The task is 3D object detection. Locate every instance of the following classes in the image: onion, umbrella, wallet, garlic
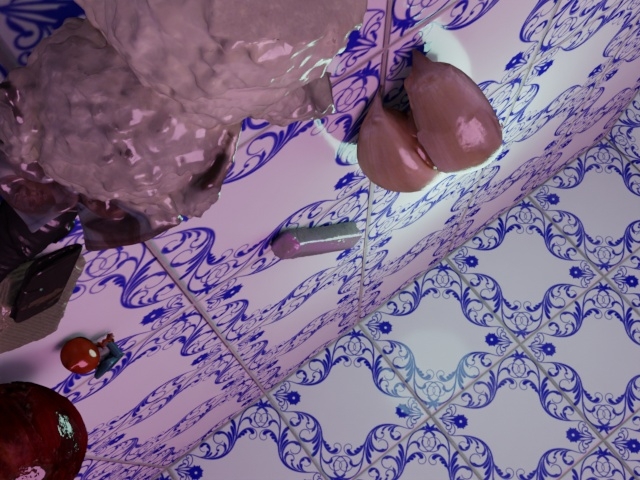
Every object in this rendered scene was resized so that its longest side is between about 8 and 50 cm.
[{"bbox_3d":[-0.525,0.365,1.152,0.276,0.276,0.276,-35,163,-13],"label":"onion"},{"bbox_3d":[-0.307,-0.069,0.793,0.357,0.106,0.113,-38,155,23],"label":"umbrella"},{"bbox_3d":[-0.368,0.059,0.917,0.082,0.018,0.157,-36,172,-45],"label":"wallet"},{"bbox_3d":[0.212,-0.216,1.329,0.313,0.286,0.250,-7,100,-70],"label":"garlic"}]

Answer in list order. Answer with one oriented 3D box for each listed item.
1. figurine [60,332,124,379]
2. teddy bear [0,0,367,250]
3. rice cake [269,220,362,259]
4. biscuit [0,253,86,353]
[{"bbox_3d":[-0.427,0.216,1.274,0.068,0.075,0.140,-42,165,14],"label":"figurine"},{"bbox_3d":[-0.124,-0.201,0.607,0.327,0.376,0.362,25,157,-29],"label":"teddy bear"},{"bbox_3d":[0.000,0.000,1.644,0.072,0.056,0.365,-45,162,25],"label":"rice cake"},{"bbox_3d":[-0.429,0.095,1.019,0.121,0.041,0.199,-23,156,-48],"label":"biscuit"}]
